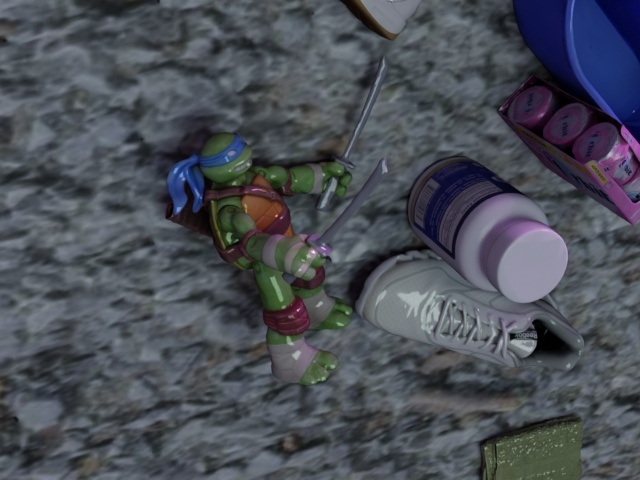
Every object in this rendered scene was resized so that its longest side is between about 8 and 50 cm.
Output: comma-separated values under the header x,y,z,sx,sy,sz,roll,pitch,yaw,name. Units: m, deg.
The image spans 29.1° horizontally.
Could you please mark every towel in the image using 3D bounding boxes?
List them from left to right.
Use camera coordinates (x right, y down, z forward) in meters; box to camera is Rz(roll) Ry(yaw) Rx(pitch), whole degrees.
x,y,z,sx,sy,sz,roll,pitch,yaw,name
0.278,0.288,1.613,0.148,0.027,0.110,-12,117,-18,towel

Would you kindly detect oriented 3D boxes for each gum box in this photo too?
x,y,z,sx,sy,sz,roll,pitch,yaw,name
0.286,-0.099,1.338,0.062,0.188,0.107,-47,124,2,gum box

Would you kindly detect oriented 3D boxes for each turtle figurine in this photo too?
x,y,z,sx,sy,sz,roll,pitch,yaw,name
0.000,0.000,1.252,0.274,0.198,0.266,-22,124,-10,turtle figurine

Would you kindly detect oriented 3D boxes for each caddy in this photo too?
x,y,z,sx,sy,sz,roll,pitch,yaw,name
0.372,-0.229,1.323,0.241,0.179,0.341,-46,123,3,caddy

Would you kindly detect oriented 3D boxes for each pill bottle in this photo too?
x,y,z,sx,sy,sz,roll,pitch,yaw,name
0.182,-0.009,1.334,0.112,0.187,0.112,-10,118,-20,pill bottle

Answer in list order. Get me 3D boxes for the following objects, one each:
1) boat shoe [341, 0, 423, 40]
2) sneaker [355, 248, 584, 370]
x,y,z,sx,sy,sz,roll,pitch,yaw,name
0.013,-0.311,1.175,0.096,0.098,0.277,-47,132,2,boat shoe
0.179,0.088,1.422,0.292,0.118,0.110,11,110,-27,sneaker
